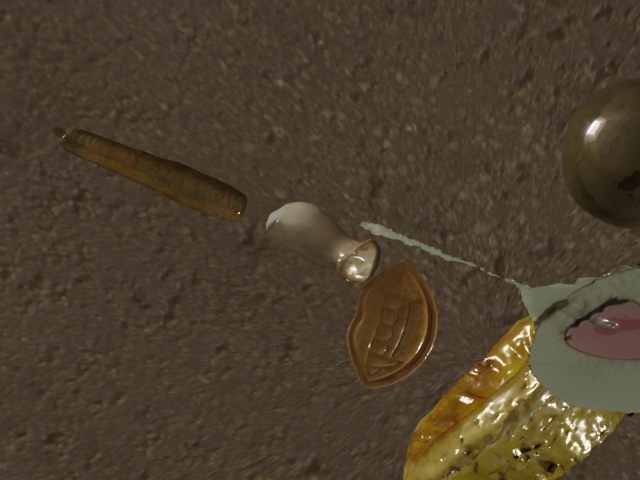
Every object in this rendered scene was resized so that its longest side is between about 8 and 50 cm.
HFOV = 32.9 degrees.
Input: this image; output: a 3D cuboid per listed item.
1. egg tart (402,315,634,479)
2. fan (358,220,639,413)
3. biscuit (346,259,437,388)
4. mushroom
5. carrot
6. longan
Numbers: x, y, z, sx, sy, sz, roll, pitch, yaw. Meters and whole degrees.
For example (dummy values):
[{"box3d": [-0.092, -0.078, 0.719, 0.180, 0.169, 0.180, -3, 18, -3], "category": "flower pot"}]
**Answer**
[{"box3d": [0.239, 0.186, 1.216, 0.341, 0.341, 0.132, -42, 88, 2], "category": "egg tart"}, {"box3d": [0.153, 0.041, 0.632, 0.310, 0.182, 0.010, 19, 46, -23], "category": "fan"}, {"box3d": [0.119, 0.141, 1.776, 0.142, 0.029, 0.221, 21, 92, 6], "category": "biscuit"}, {"box3d": [0.000, -0.001, 1.812, 0.212, 0.097, 0.088, 33, 101, 29], "category": "mushroom"}, {"box3d": [-0.281, -0.115, 1.792, 0.342, 0.070, 0.070, 23, 88, -13], "category": "carrot"}, {"box3d": [0.483, -0.127, 1.605, 0.248, 0.248, 0.248, -1, 84, 9], "category": "longan"}]
